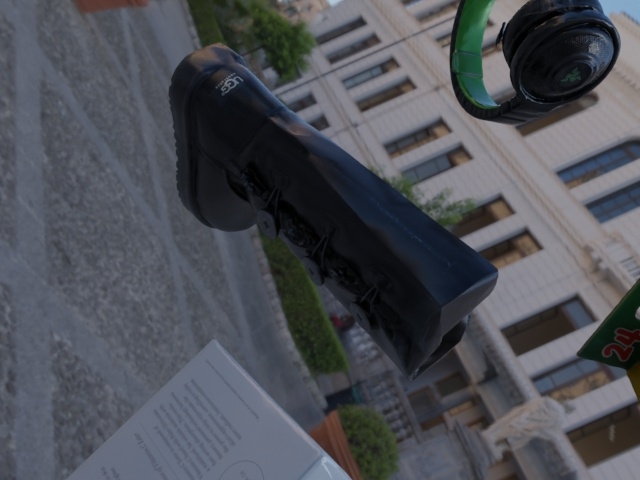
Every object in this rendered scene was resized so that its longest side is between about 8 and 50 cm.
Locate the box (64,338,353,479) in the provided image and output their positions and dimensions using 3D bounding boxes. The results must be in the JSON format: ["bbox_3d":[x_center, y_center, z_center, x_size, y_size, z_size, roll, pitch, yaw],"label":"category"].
[{"bbox_3d":[-0.142,0.310,0.701,0.215,0.345,0.168,34,-17,46],"label":"box"}]

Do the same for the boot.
[{"bbox_3d":[0.000,-0.001,0.922,0.445,0.146,0.367,40,-18,20],"label":"boot"}]

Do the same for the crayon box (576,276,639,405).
[{"bbox_3d":[0.395,0.095,0.545,0.081,0.318,0.202,-83,-166,-56],"label":"crayon box"}]

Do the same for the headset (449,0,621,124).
[{"bbox_3d":[0.261,-0.295,0.851,0.394,0.185,0.243,152,-59,-62],"label":"headset"}]
